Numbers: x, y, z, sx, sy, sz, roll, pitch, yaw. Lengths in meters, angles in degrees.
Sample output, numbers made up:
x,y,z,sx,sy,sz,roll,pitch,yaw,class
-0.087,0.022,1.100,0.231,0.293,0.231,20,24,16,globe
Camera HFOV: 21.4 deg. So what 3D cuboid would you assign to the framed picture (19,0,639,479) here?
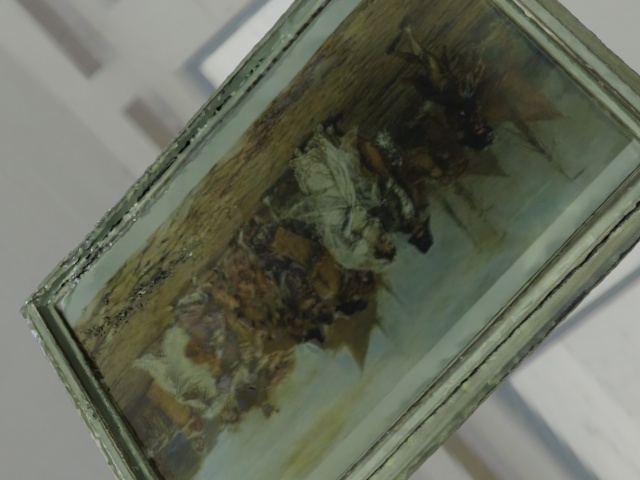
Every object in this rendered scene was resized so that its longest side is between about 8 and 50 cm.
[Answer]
x,y,z,sx,sy,sz,roll,pitch,yaw,class
0.000,0.000,0.686,0.017,0.274,0.217,30,-165,-50,framed picture
